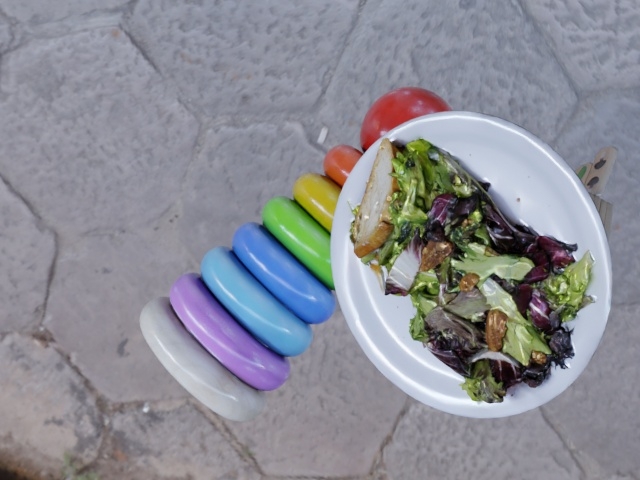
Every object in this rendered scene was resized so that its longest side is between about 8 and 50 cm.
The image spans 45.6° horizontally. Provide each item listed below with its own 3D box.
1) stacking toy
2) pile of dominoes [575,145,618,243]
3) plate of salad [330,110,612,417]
[{"bbox_3d":[0.000,0.000,0.679,0.330,0.141,0.141,-45,98,0],"label":"stacking toy"},{"bbox_3d":[0.207,0.021,0.804,0.040,0.196,0.251,27,149,-10],"label":"pile of dominoes"},{"bbox_3d":[0.081,0.019,0.483,0.199,0.048,0.200,8,103,36],"label":"plate of salad"}]
